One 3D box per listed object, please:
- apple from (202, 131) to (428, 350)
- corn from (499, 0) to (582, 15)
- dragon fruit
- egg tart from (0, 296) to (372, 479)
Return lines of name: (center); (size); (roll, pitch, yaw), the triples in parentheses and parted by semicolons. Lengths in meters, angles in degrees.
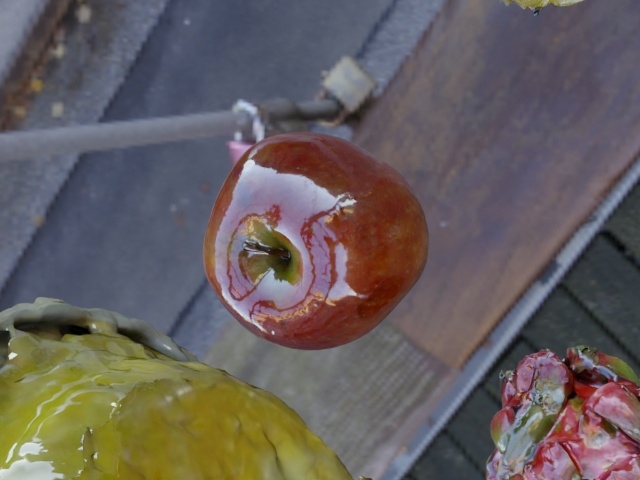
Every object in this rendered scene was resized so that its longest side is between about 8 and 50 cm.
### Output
apple: (0.000, 0.000, 1.481); (0.230, 0.230, 0.230); (1, 91, 40)
corn: (0.103, -0.230, 0.779); (0.123, 0.305, 0.122); (-9, 125, 6)
dragon fruit: (0.298, 0.250, 1.501); (0.231, 0.237, 0.302); (-20, 87, 2)
egg tart: (-0.078, 0.198, 0.736); (0.169, 0.388, 0.387); (-29, 73, 31)
